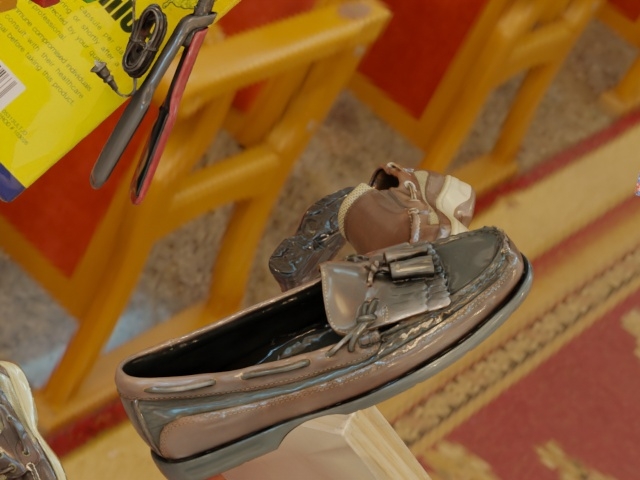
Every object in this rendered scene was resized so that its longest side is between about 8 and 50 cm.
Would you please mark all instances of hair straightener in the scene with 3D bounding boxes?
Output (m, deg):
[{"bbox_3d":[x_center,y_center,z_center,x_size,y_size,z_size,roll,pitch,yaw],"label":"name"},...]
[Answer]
[{"bbox_3d":[-0.160,-0.148,1.409,0.089,0.230,0.047,20,15,-22],"label":"hair straightener"}]

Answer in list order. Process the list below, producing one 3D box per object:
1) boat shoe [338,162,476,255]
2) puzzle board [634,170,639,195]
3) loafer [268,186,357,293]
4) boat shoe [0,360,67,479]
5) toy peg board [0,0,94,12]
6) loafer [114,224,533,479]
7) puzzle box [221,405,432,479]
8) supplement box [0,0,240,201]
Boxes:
[{"bbox_3d":[0.053,0.004,1.149,0.095,0.095,0.257,27,16,-2],"label":"boat shoe"},{"bbox_3d":[0.287,-0.080,1.138,0.096,0.128,0.011,21,21,29],"label":"puzzle board"},{"bbox_3d":[0.000,0.000,1.971,0.062,0.061,0.170,33,65,31],"label":"loafer"},{"bbox_3d":[-0.311,0.214,1.542,0.073,0.080,0.223,9,45,-44],"label":"boat shoe"},{"bbox_3d":[-0.198,-0.217,1.019,0.079,0.161,0.160,31,35,19],"label":"toy peg board"},{"bbox_3d":[0.000,0.057,0.959,0.084,0.267,0.096,58,6,-27],"label":"loafer"},{"bbox_3d":[0.023,0.273,1.633,0.272,0.409,0.052,7,55,40],"label":"puzzle box"},{"bbox_3d":[-0.244,-0.243,1.508,0.195,0.356,0.194,49,1,-26],"label":"supplement box"}]
